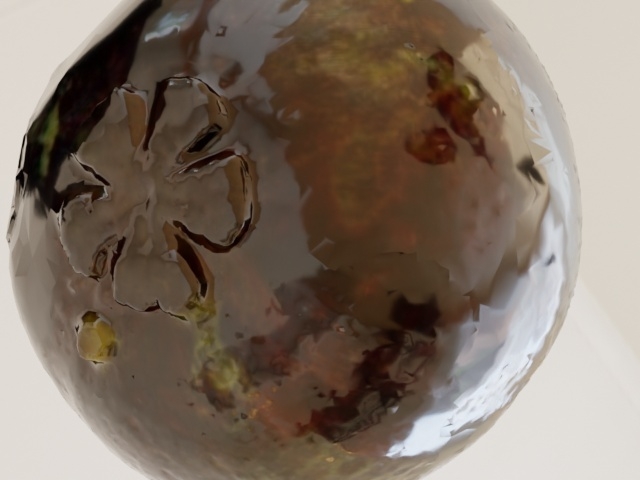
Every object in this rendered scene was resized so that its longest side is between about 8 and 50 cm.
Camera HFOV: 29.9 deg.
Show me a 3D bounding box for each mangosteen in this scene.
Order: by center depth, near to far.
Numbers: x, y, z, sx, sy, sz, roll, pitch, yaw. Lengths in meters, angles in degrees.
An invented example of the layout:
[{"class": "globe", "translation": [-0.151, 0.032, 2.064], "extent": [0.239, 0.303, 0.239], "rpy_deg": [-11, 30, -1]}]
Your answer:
[{"class": "mangosteen", "translation": [0.000, 0.000, 0.516], "extent": [0.289, 0.231, 0.231], "rpy_deg": [35, -143, -70]}]
